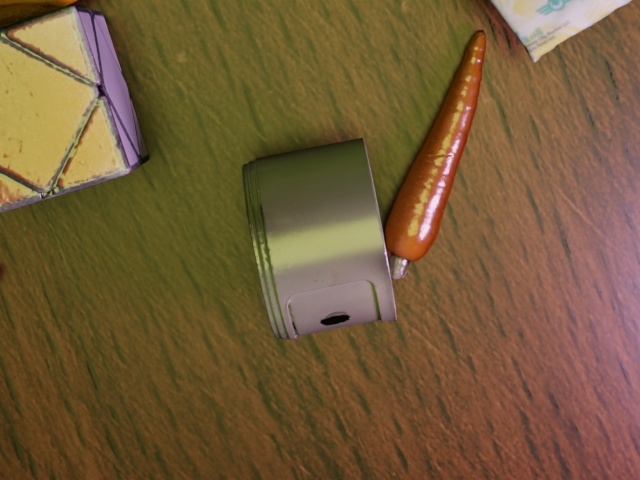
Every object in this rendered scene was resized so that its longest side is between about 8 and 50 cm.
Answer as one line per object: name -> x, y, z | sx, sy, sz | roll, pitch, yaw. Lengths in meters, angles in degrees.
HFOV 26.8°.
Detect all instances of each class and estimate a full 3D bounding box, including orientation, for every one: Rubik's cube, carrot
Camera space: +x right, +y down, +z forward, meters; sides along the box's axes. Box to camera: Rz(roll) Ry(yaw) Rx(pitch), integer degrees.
Rubik's cube -> -0.340, -0.155, 1.617 | 0.205, 0.205, 0.207 | -18, 96, 2
carrot -> 0.151, -0.106, 1.703 | 0.069, 0.069, 0.336 | 21, 91, -3

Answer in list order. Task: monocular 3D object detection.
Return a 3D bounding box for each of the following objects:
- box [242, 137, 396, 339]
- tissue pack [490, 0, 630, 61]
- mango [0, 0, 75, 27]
box -> 0.000, 0.000, 1.628 | 0.149, 0.226, 0.226 | -11, 98, 2
tissue pack -> 0.253, -0.445, 1.531 | 0.287, 0.162, 0.388 | -31, 111, 29
mango -> -0.391, -0.354, 1.616 | 0.290, 0.160, 0.191 | -7, 89, -3
